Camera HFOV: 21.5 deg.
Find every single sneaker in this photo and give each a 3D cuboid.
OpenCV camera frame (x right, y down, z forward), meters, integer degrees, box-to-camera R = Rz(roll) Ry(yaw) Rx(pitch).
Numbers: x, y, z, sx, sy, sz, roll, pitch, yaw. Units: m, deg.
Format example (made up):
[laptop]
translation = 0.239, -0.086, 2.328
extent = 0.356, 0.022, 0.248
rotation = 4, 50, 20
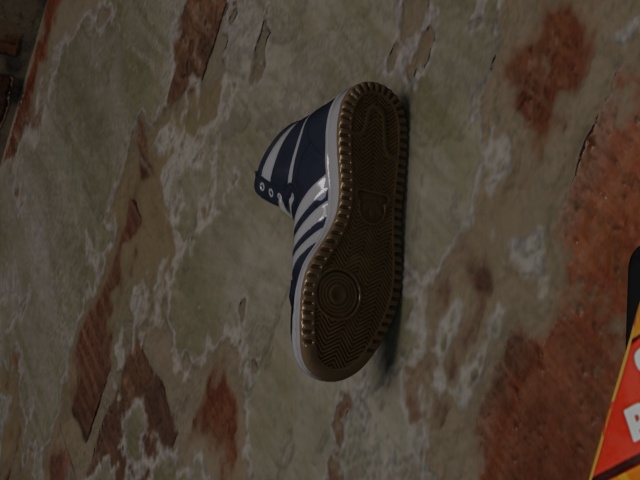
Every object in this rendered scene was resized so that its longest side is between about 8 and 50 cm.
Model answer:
[sneaker]
translation = 0.000, 0.000, 1.588
extent = 0.153, 0.099, 0.282
rotation = -15, 62, 57

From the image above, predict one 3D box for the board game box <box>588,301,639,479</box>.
[board game box]
translation = 0.300, 0.242, 0.541
extent = 0.356, 0.357, 0.356
rotation = 25, 104, 49

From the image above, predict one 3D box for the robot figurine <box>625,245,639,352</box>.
[robot figurine]
translation = 0.287, 0.046, 0.923
extent = 0.173, 0.209, 0.278
rotation = 110, 161, -74
